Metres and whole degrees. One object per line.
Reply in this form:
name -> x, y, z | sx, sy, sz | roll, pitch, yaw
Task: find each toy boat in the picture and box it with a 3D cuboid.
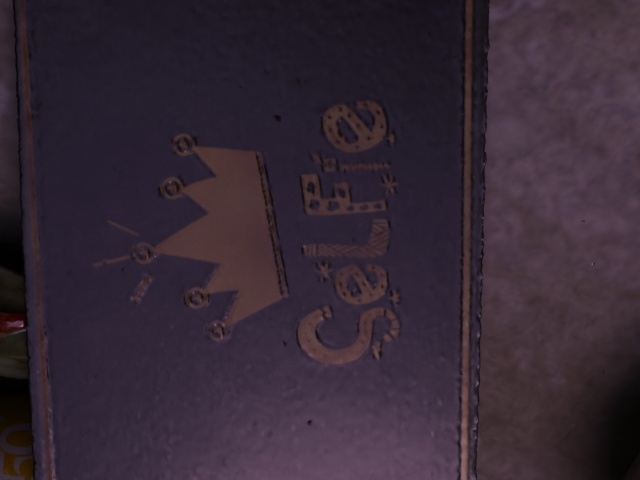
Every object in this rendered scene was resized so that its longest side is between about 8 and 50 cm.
toy boat -> -0.150, 0.042, 0.726 | 0.185, 0.071, 0.089 | 8, 160, -6

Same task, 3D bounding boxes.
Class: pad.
pad -> 0.001, 0.000, 0.651 | 0.314, 0.063, 0.376 | -2, 103, -5

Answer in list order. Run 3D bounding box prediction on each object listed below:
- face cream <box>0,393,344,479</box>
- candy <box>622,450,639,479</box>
face cream -> -0.161, 0.142, 0.762 | 0.348, 0.105, 0.105 | -1, 119, 0
candy -> 0.297, 0.203, 0.742 | 0.295, 0.185, 0.296 | -1, 83, 5
